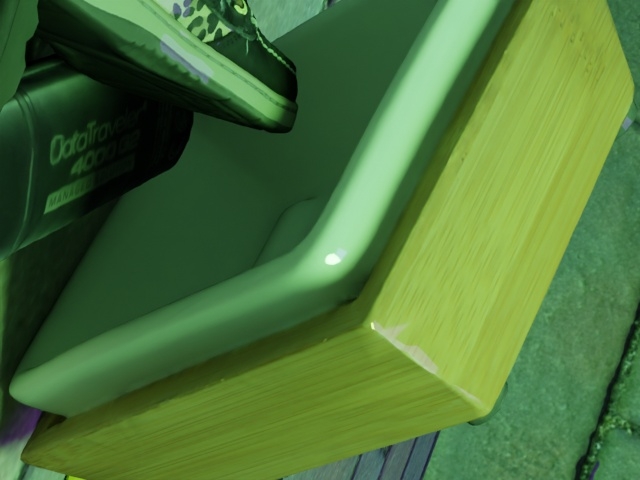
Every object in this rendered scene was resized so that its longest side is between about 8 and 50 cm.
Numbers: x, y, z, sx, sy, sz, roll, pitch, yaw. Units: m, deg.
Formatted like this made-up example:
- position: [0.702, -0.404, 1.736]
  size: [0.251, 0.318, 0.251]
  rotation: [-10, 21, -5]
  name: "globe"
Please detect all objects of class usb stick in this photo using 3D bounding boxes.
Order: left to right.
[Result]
- position: [-0.115, -0.039, 0.780]
  size: [0.278, 0.045, 0.077]
  rotation: [-38, 138, -69]
  name: "usb stick"

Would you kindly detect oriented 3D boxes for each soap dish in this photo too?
- position: [0.000, 0.000, 0.863]
  size: [0.291, 0.118, 0.229]
  rotation: [-25, -150, 52]
  name: "soap dish"

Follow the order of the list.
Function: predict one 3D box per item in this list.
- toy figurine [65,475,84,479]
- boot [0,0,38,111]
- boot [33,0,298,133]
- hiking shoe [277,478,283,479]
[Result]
- position: [-0.081, 0.313, 1.006]
  size: [0.363, 0.191, 0.217]
  rotation: [-76, 173, -46]
  name: "toy figurine"
- position: [-0.171, -0.027, 0.320]
  size: [0.260, 0.131, 0.348]
  rotation: [78, 34, -69]
  name: "boot"
- position: [-0.051, -0.149, 0.720]
  size: [0.236, 0.085, 0.179]
  rotation: [30, 77, -61]
  name: "boot"
- position: [-0.008, 0.074, 1.232]
  size: [0.113, 0.132, 0.304]
  rotation: [-54, 160, -55]
  name: "hiking shoe"
